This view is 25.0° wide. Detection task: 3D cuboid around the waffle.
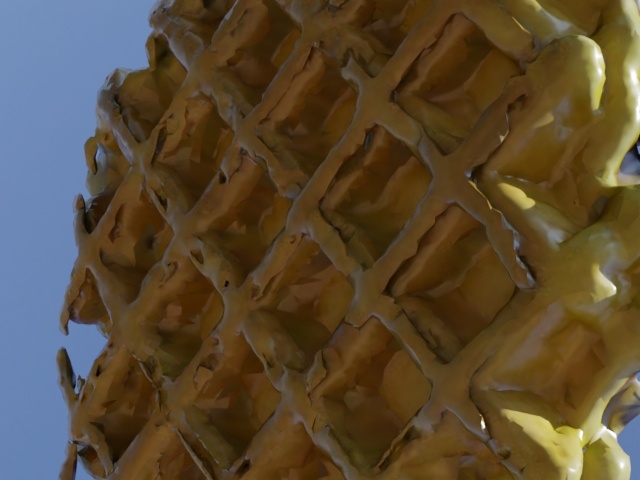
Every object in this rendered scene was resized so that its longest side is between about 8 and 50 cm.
[{"bbox_3d":[0.000,0.000,0.704,0.382,0.095,0.379,-15,-112,41],"label":"waffle"}]
